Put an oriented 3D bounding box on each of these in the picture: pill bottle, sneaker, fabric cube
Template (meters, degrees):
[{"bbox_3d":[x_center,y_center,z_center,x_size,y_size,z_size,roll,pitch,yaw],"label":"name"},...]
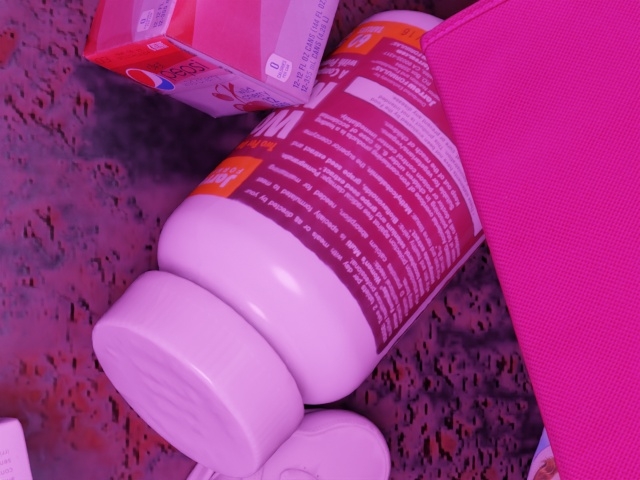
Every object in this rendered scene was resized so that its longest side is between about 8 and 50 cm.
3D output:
[{"bbox_3d":[0.000,0.000,0.862,0.221,0.121,0.121,-47,112,-26],"label":"pill bottle"},{"bbox_3d":[-0.038,0.161,0.833,0.232,0.115,0.090,-39,109,-28],"label":"sneaker"},{"bbox_3d":[0.229,0.015,0.754,0.259,0.254,0.258,45,23,-49],"label":"fabric cube"}]

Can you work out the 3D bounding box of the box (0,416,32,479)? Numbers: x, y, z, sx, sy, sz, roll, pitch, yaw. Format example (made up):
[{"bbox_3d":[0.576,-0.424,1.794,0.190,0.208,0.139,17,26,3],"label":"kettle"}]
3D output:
[{"bbox_3d":[-0.171,0.163,0.737,0.091,0.130,0.170,-14,96,-34],"label":"box"}]

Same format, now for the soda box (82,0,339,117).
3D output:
[{"bbox_3d":[-0.024,-0.196,0.870,0.083,0.092,0.263,23,76,-29],"label":"soda box"}]

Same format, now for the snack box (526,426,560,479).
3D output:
[{"bbox_3d":[0.235,0.038,0.971,0.060,0.187,0.322,35,68,-41],"label":"snack box"}]
